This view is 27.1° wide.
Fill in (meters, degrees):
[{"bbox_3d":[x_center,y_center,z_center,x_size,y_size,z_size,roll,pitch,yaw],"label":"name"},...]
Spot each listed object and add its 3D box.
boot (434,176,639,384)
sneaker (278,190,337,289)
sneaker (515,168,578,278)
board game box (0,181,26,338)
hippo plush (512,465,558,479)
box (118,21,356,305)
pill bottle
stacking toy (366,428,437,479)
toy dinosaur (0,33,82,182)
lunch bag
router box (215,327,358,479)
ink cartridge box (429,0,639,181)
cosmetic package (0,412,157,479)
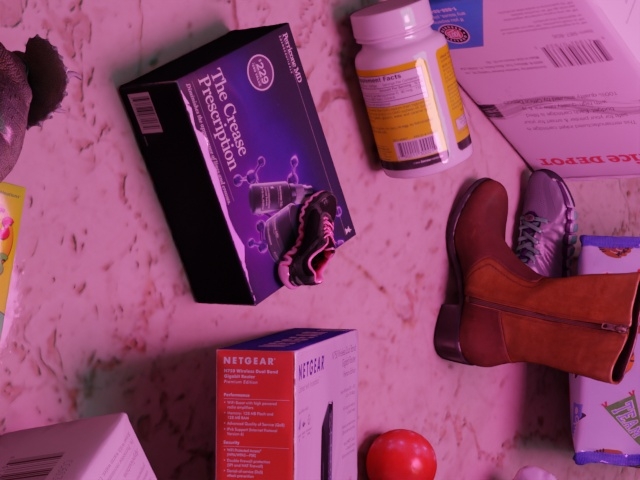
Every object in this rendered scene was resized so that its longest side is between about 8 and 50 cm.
[{"bbox_3d":[0.288,0.044,1.720,0.096,0.280,0.264,31,69,-42],"label":"boot"},{"bbox_3d":[0.000,0.000,1.445,0.047,0.057,0.119,37,65,-39],"label":"sneaker"},{"bbox_3d":[0.309,0.012,1.888,0.098,0.083,0.224,-11,99,-40],"label":"sneaker"},{"bbox_3d":[-0.340,0.029,1.245,0.092,0.043,0.181,15,80,-45],"label":"board game box"},{"bbox_3d":[0.226,0.456,1.758,0.236,0.234,0.294,-5,78,-16],"label":"hippo plush"},{"bbox_3d":[-0.085,-0.085,1.468,0.184,0.103,0.261,-37,116,-42],"label":"box"},{"bbox_3d":[0.111,-0.192,1.653,0.119,0.119,0.208,-31,112,-41],"label":"pill bottle"},{"bbox_3d":[0.086,0.396,1.632,0.141,0.141,0.330,28,66,-42],"label":"stacking toy"},{"bbox_3d":[-0.319,-0.108,1.171,0.160,0.121,0.313,31,44,-13],"label":"toy dinosaur"},{"bbox_3d":[0.488,0.169,1.946,0.385,0.239,0.328,34,61,-76],"label":"lunch bag"},{"bbox_3d":[-0.030,0.253,1.424,0.335,0.082,0.301,-2,93,-78],"label":"router box"},{"bbox_3d":[0.337,-0.258,1.765,0.395,0.285,0.166,43,61,-38],"label":"ink cartridge box"},{"bbox_3d":[-0.210,0.384,1.257,0.217,0.156,0.385,-57,132,-60],"label":"cosmetic package"}]
